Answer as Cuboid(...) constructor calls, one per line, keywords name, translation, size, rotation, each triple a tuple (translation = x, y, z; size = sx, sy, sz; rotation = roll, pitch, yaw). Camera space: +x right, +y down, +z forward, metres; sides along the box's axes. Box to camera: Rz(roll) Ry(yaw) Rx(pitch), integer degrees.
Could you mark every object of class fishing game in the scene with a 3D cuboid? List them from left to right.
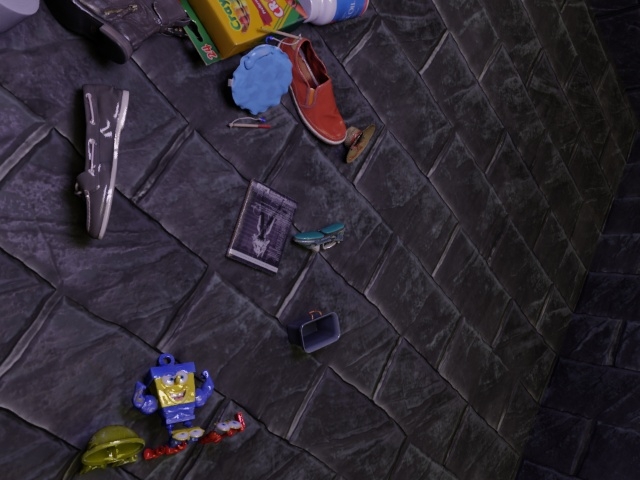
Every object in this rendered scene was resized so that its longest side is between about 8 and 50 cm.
Cuboid(name="fishing game", translation=(-0.153, -0.408, 1.387), size=(0.189, 0.041, 0.264), rotation=(-11, 133, -44))

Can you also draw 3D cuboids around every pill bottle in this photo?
Cuboid(name="pill bottle", translation=(0.023, -0.678, 1.544), size=(0.221, 0.124, 0.124), rotation=(-28, 109, -35))

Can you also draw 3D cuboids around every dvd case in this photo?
Cuboid(name="dvd case", translation=(-0.154, -0.033, 1.478), size=(0.164, 0.018, 0.221), rotation=(26, 74, -39))

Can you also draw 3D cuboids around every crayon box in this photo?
Cuboid(name="crayon box", translation=(-0.200, -0.578, 1.344), size=(0.318, 0.081, 0.202), rotation=(-39, 101, -36))

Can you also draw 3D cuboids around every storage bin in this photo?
Cuboid(name="storage bin", translation=(-0.027, 0.247, 1.544), size=(0.135, 0.091, 0.098), rotation=(-17, 102, -40))

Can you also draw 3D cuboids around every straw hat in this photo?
Cuboid(name="straw hat", translation=(0.098, -0.307, 1.650), size=(0.061, 0.144, 0.144), rotation=(40, 58, 12))

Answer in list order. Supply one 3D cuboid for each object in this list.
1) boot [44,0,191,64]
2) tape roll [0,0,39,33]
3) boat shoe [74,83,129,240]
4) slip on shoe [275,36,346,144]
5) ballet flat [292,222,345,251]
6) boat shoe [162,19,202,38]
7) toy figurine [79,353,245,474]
Cuboid(name="boot", translation=(-0.439, -0.520, 1.179), size=(0.263, 0.091, 0.229), rotation=(43, 55, -17))
Cuboid(name="tape roll", translation=(-0.611, -0.483, 0.963), size=(0.219, 0.072, 0.219), rotation=(59, 13, -23))
Cuboid(name="boat shoe", translation=(-0.477, -0.169, 1.154), size=(0.095, 0.112, 0.335), rotation=(9, 79, -22))
Cuboid(name="slip on shoe", translation=(-0.012, -0.415, 1.536), size=(0.123, 0.101, 0.331), rotation=(-46, 120, -32))
Cuboid(name="ballet flat", translation=(0.000, 0.000, 1.583), size=(0.188, 0.070, 0.070), rotation=(-15, 101, -36))
Cuboid(name="boat shoe", translation=(-0.334, -0.509, 1.300), size=(0.133, 0.042, 0.049), rotation=(-1, 94, -39))
Cuboid(name="toy figurine", translation=(-0.374, 0.374, 1.260), size=(0.362, 0.191, 0.217), rotation=(0, 61, -33))
